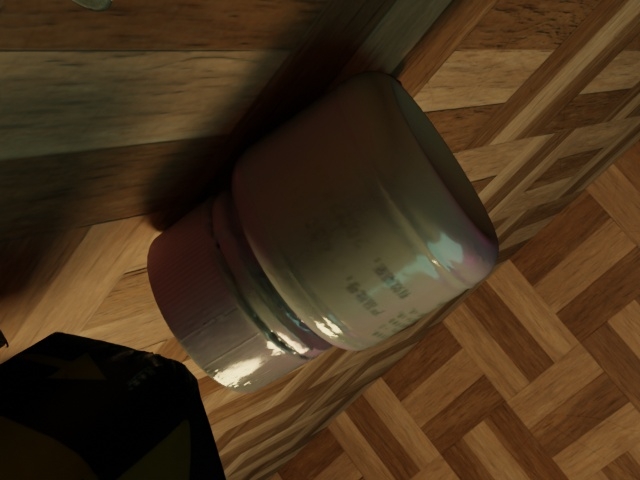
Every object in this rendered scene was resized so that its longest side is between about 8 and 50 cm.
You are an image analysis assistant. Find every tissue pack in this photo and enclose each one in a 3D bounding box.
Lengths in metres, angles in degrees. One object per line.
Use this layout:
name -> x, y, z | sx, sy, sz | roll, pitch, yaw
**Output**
tissue pack -> -0.279, 0.285, 0.762 | 0.416, 0.253, 0.264 | -35, 123, -47

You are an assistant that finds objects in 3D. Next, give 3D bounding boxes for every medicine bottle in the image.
medicine bottle -> 0.000, 0.000, 0.957 | 0.301, 0.241, 0.241 | -33, 167, 16

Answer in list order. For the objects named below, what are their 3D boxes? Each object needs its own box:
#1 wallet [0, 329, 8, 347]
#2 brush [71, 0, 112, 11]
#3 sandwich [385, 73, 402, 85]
wallet -> -0.419, 0.149, 0.749 | 0.309, 0.077, 0.223 | -38, 168, -9
brush -> -0.096, -0.232, 0.430 | 0.060, 0.068, 0.297 | -52, 172, -34
sandwich -> 0.063, -0.155, 1.060 | 0.069, 0.026, 0.101 | -25, 159, -38
